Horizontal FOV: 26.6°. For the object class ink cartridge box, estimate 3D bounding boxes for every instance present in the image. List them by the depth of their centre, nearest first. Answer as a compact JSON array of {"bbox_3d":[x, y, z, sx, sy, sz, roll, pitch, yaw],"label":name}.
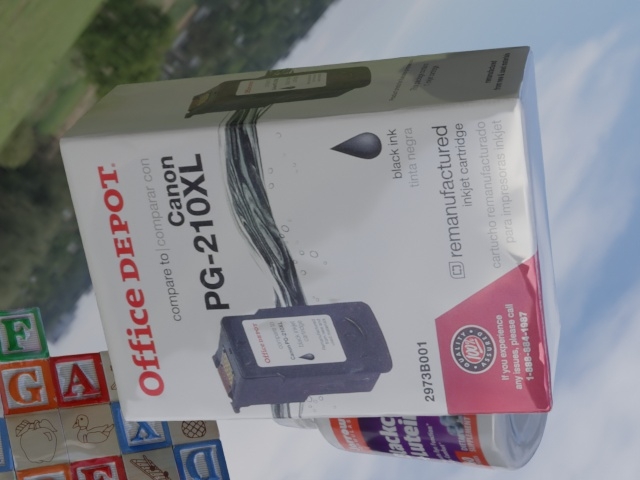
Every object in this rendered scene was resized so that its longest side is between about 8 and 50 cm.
[{"bbox_3d":[0.000,0.000,0.721,0.237,0.172,0.100,-4,-158,14],"label":"ink cartridge box"}]

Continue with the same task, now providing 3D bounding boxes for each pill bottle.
[{"bbox_3d":[0.059,0.104,0.983,0.193,0.108,0.108,2,-138,30],"label":"pill bottle"}]

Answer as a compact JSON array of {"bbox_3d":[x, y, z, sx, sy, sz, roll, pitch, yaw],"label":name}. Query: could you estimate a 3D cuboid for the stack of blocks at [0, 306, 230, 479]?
[{"bbox_3d":[-0.235,0.146,1.048,0.087,0.297,0.171,-44,-124,52],"label":"stack of blocks"}]
